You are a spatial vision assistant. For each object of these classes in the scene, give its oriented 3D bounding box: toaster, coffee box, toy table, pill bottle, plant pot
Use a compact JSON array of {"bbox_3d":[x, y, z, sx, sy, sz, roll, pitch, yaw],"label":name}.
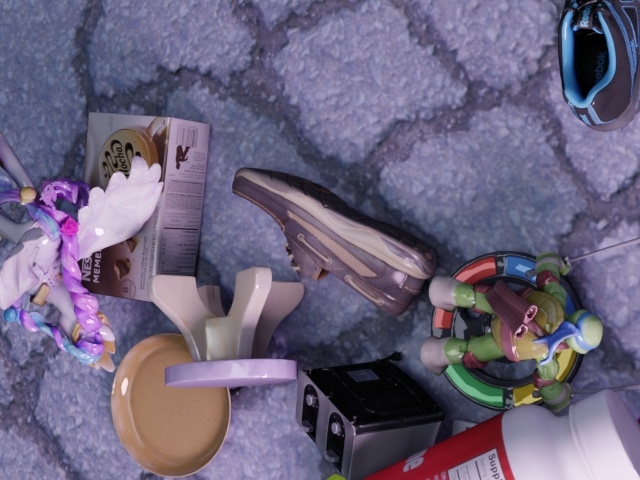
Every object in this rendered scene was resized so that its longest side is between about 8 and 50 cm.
[{"bbox_3d":[0.072,0.252,1.736,0.168,0.186,0.110,42,128,50],"label":"toaster"},{"bbox_3d":[-0.291,-0.053,1.981,0.168,0.119,0.297,7,93,28],"label":"coffee box"},{"bbox_3d":[-0.135,0.136,1.825,0.274,0.252,0.160,-13,74,48],"label":"toy table"},{"bbox_3d":[0.223,0.351,1.551,0.408,0.229,0.229,-29,76,18],"label":"pill bottle"},{"bbox_3d":[-0.241,0.269,1.998,0.236,0.032,0.236,0,90,28],"label":"plant pot"}]

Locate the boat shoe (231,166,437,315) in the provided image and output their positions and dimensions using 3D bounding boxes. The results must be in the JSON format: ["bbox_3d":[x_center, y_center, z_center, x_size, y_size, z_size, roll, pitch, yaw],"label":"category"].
[{"bbox_3d":[0.000,0.000,1.822,0.355,0.132,0.130,29,102,26],"label":"boat shoe"}]

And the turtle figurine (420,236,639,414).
[{"bbox_3d":[0.289,0.123,1.639,0.266,0.275,0.197,1,111,39],"label":"turtle figurine"}]

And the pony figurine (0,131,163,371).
[{"bbox_3d":[-0.422,0.003,1.861,0.363,0.303,0.351,42,142,21],"label":"pony figurine"}]

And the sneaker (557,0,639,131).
[{"bbox_3d":[0.386,-0.321,1.620,0.125,0.140,0.340,1,88,30],"label":"sneaker"}]

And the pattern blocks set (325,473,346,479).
[{"bbox_3d":[0.083,0.457,1.742,0.325,0.026,0.285,-34,57,4],"label":"pattern blocks set"}]

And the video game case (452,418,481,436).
[{"bbox_3d":[0.259,0.353,1.711,0.190,0.022,0.173,6,92,44],"label":"video game case"}]

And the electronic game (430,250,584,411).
[{"bbox_3d":[0.264,0.129,1.727,0.229,0.048,0.229,0,89,28],"label":"electronic game"}]

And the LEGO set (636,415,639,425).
[{"bbox_3d":[0.424,0.355,1.627,0.227,0.093,0.087,-61,34,18],"label":"LEGO set"}]
